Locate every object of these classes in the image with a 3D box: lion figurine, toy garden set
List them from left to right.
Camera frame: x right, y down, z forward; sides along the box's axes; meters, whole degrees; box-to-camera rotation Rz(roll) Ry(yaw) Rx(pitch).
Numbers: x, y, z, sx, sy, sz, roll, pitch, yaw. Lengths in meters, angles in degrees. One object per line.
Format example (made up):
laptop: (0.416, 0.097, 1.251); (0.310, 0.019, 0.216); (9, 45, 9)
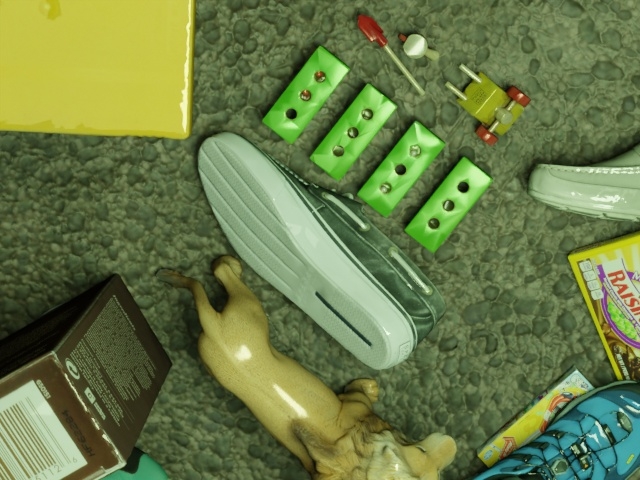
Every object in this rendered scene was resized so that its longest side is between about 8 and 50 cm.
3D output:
lion figurine: (-0.033, 0.166, 1.729); (0.392, 0.240, 0.142); (34, 99, -3)
toy garden set: (0.094, -0.141, 1.772); (0.244, 0.049, 0.204); (38, 101, -3)

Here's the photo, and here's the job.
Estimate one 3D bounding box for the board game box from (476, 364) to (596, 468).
board game box: (0.273, 0.234, 1.835); (0.154, 0.026, 0.103); (-43, 96, 8)

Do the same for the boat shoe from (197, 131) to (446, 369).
boat shoe: (0.000, 0.000, 1.765); (0.335, 0.119, 0.121); (48, 142, 12)

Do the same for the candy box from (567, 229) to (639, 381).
candy box: (0.366, 0.093, 1.789); (0.105, 0.027, 0.206); (-19, 99, 29)

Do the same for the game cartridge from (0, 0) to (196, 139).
game cartridge: (-0.300, -0.262, 1.768); (0.323, 0.053, 0.285); (3, 100, -1)

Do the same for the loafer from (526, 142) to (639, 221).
loafer: (0.387, -0.076, 1.743); (0.319, 0.112, 0.112); (1, 95, -6)

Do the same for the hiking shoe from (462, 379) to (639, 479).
hiking shoe: (0.261, 0.266, 1.754); (0.304, 0.132, 0.113); (-37, 87, 7)

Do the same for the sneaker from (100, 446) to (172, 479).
sneaker: (-0.280, 0.339, 1.764); (0.121, 0.302, 0.108); (46, 133, -1)

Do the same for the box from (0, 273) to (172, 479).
box: (-0.289, 0.170, 1.669); (0.191, 0.381, 0.143); (-30, 99, 7)
